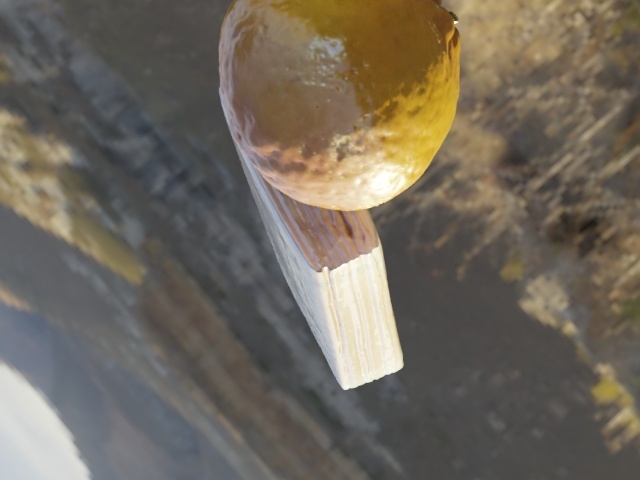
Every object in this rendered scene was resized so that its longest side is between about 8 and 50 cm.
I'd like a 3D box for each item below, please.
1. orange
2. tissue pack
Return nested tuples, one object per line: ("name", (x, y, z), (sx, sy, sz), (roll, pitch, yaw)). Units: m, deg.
("orange", (0.013, -0.107, 1.063), (0.155, 0.177, 0.177), (-3, 144, 22))
("tissue pack", (0.000, 0.000, 1.313), (0.325, 0.071, 0.170), (75, 170, -69))
